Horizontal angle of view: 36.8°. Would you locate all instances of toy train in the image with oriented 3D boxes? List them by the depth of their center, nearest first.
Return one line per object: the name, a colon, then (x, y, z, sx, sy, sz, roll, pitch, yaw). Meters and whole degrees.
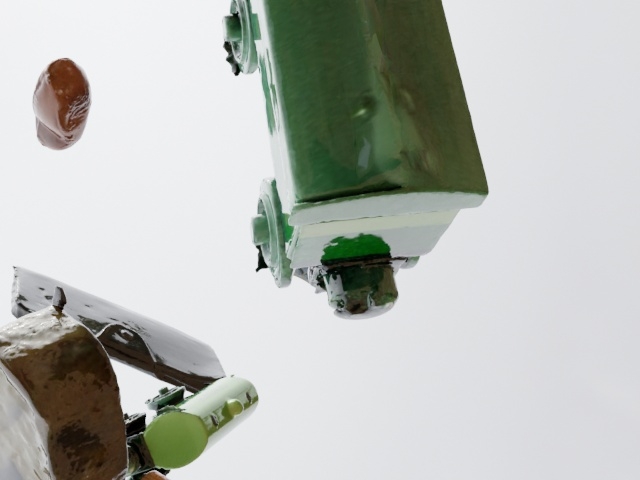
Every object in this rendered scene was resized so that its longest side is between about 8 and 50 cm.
toy train: (0.009, -0.107, 0.627, 0.120, 0.202, 0.300, -5, -112, -11)
toy train: (-0.170, 0.237, 1.246, 0.105, 0.157, 0.253, 68, -166, 2)

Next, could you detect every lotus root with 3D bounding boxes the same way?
lotus root: (-0.229, 0.160, 0.736, 0.170, 0.260, 0.074, 46, -140, 13)

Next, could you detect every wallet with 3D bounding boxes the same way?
wallet: (-0.336, 0.149, 1.585, 0.378, 0.197, 0.051, 26, -81, -22)

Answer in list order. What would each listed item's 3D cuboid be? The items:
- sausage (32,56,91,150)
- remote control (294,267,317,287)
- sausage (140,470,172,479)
sausage: (-0.399, -0.208, 1.487, 0.089, 0.179, 0.089, 10, -125, -15)
remote control: (0.000, 0.000, 1.082, 0.032, 0.074, 0.122, -56, -9, -51)
sausage: (-0.079, 0.196, 0.657, 0.031, 0.107, 0.031, -57, -15, -24)
